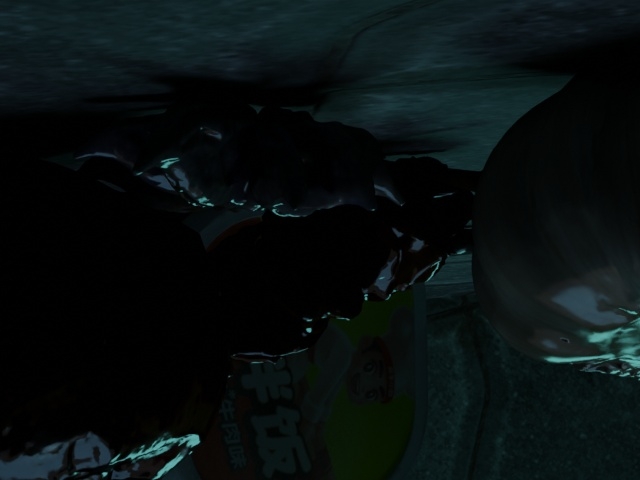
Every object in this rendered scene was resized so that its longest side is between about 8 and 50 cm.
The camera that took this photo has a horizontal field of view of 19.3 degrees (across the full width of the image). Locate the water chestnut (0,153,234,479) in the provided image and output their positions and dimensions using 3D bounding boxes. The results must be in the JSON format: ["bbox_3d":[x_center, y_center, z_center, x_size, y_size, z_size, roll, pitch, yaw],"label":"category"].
[{"bbox_3d":[-0.182,0.075,1.096,0.289,0.244,0.289,18,-175,-2],"label":"water chestnut"}]

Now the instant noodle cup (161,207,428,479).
[{"bbox_3d":[-0.108,0.092,1.574,0.294,0.294,0.308,-1,-178,-40],"label":"instant noodle cup"}]

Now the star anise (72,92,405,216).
[{"bbox_3d":[-0.047,-0.045,1.007,0.204,0.061,0.180,2,179,-41],"label":"star anise"}]

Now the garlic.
[{"bbox_3d":[0.190,-0.018,1.012,0.227,0.152,0.228,-10,160,-4],"label":"garlic"}]

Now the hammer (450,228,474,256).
[{"bbox_3d":[0.270,-0.006,2.022,0.287,0.033,0.111,-4,174,-13],"label":"hammer"}]

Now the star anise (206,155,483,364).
[{"bbox_3d":[0.000,0.000,1.301,0.220,0.126,0.190,-33,179,-8],"label":"star anise"}]
